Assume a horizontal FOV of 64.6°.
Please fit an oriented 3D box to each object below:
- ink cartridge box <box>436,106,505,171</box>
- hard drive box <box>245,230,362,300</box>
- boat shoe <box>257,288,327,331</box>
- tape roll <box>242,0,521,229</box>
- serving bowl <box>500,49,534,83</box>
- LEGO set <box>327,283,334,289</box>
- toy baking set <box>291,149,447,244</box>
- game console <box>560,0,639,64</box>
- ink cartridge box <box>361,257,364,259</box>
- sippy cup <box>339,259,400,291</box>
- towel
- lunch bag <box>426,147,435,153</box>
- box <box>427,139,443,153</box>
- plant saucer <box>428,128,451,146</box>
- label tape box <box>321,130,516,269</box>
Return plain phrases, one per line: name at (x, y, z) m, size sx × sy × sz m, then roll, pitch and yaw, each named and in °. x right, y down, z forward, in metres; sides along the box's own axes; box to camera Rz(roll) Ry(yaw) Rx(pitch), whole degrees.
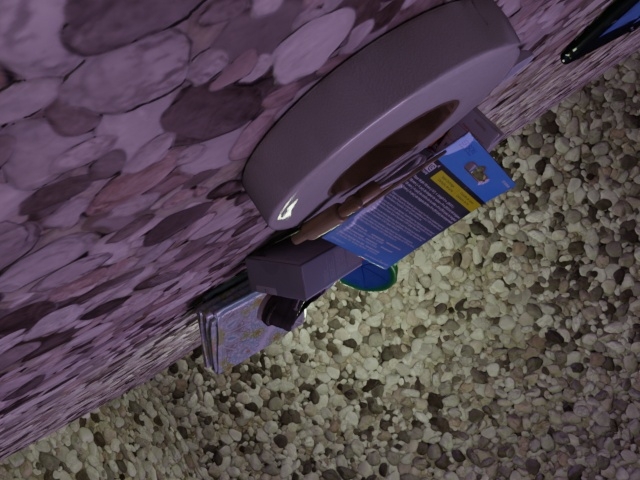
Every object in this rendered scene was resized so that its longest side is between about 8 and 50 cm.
ink cartridge box at (0.367, -0.247, 1.224) m, size 0.061 × 0.104 × 0.181 m, roll -36°, pitch 167°, yaw -25°
hard drive box at (-0.037, 0.051, 1.245) m, size 0.181 × 0.089 × 0.232 m, roll 6°, pitch -158°, yaw 39°
boat shoe at (-0.040, 0.144, 1.320) m, size 0.335 × 0.095 × 0.112 m, roll -33°, pitch 147°, yaw -58°
tape roll at (0.077, -0.147, 0.672) m, size 0.391 × 0.072 × 0.392 m, roll -33°, pitch 175°, yaw -3°
serving bowl at (0.354, -0.326, 0.943) m, size 0.083 × 0.027 × 0.083 m, roll -33°, pitch 175°, yaw -3°
LEGO set at (-0.036, 0.146, 1.504) m, size 0.244 × 0.060 × 0.183 m, roll -36°, pitch 143°, yaw -28°
toy baking set at (0.065, -0.070, 0.773) m, size 0.196 × 0.030 × 0.256 m, roll -37°, pitch -175°, yaw -36°
game console at (0.769, -0.564, 1.132) m, size 0.341 × 0.060 × 0.386 m, roll -33°, pitch 174°, yaw -9°
ink cartridge box at (0.086, -0.004, 1.397) m, size 0.230 × 0.078 × 0.134 m, roll 7°, pitch -154°, yaw 43°
sippy cup at (0.156, 0.010, 1.633) m, size 0.240 × 0.305 × 0.224 m, roll 78°, pitch 27°, yaw -48°
towel at (-0.192, 0.211, 1.518) m, size 0.374 × 0.090 × 0.321 m, roll -27°, pitch 144°, yaw -31°
lunch bag at (0.177, -0.115, 1.283) m, size 0.258 × 0.120 × 0.293 m, roll -36°, pitch 175°, yaw 33°
box at (0.319, -0.199, 1.408) m, size 0.029 × 0.116 × 0.162 m, roll -32°, pitch 175°, yaw -37°
plant saucer at (0.302, -0.263, 1.282) m, size 0.083 × 0.013 × 0.083 m, roll -33°, pitch 175°, yaw -3°
label tape box at (0.182, -0.096, 1.014) m, size 0.333 × 0.106 × 0.240 m, roll -36°, pitch 143°, yaw 24°
